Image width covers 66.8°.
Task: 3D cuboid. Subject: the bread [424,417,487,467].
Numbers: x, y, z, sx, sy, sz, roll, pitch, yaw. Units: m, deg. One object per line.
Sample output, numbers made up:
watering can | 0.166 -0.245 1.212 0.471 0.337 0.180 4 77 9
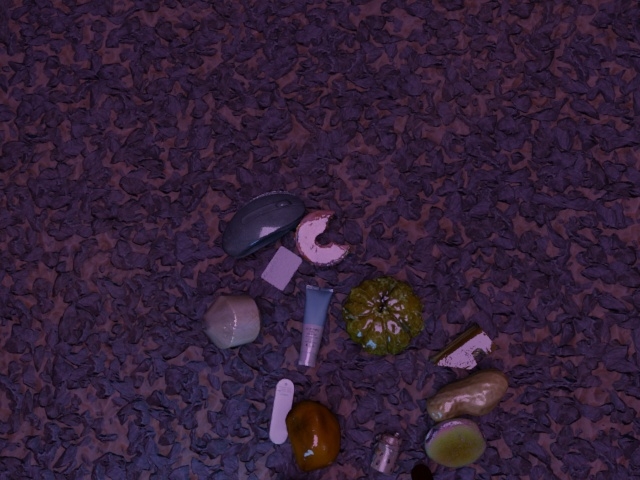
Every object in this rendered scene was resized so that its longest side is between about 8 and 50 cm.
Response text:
bread | 0.491 0.737 1.753 0.229 0.033 0.228 1 110 2

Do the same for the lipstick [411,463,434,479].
lipstick | 0.364 0.850 1.689 0.080 0.241 0.080 -1 80 4

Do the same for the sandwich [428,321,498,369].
sandwich | 0.535 0.421 1.813 0.236 0.122 0.128 -37 76 0

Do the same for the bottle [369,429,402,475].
bottle | 0.244 0.774 1.790 0.099 0.099 0.152 20 76 7

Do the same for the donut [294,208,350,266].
donut | 0.000 0.000 1.934 0.199 0.085 0.232 -21 80 0

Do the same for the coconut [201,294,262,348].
coconut | -0.341 0.304 1.834 0.222 0.202 0.201 -2 77 -41

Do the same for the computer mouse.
computer mouse | -0.237 -0.072 1.918 0.374 0.114 0.203 -34 51 0

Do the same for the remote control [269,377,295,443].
remote control | -0.147 0.655 1.868 0.078 0.022 0.244 7 81 3

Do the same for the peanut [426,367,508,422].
peanut | 0.544 0.575 1.775 0.319 0.147 0.147 -23 80 -3

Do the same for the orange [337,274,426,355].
orange | 0.231 0.272 1.808 0.300 0.223 0.301 40 80 14

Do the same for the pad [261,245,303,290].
pad | -0.157 0.113 1.967 0.112 0.003 0.157 32 84 9

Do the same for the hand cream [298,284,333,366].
hand cream | -0.030 0.333 1.902 0.111 0.070 0.312 9 73 7

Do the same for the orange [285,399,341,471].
orange | -0.019 0.700 1.755 0.184 0.249 0.248 -14 80 -15

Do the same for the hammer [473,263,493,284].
hammer | 0.641 0.129 1.900 0.019 0.035 0.110 41 77 8
